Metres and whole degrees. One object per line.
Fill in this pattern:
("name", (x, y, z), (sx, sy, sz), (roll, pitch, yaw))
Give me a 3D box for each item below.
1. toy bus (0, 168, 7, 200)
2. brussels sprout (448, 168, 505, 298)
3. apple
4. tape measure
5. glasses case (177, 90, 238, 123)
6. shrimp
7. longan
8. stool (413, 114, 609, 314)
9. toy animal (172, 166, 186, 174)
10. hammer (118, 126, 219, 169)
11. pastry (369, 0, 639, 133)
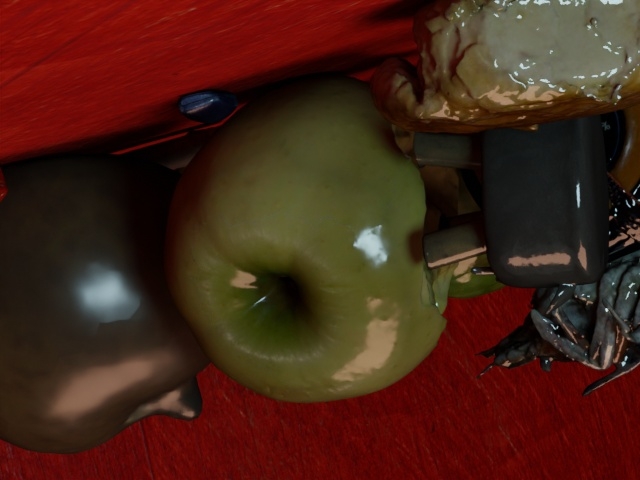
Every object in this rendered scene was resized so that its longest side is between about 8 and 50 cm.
("toy bus", (-0.248, -0.041, 1.157), (0.089, 0.081, 0.195), (-24, 178, 2))
("brussels sprout", (0.129, -0.062, 1.819), (0.244, 0.244, 0.244), (-14, 180, 0))
("apple", (0.000, 0.000, 1.554), (0.279, 0.279, 0.279), (-14, 180, 0))
("tape measure", (0.221, -0.082, 1.570), (0.202, 0.222, 0.135), (-25, 169, 22))
("glasses case", (-0.088, -0.105, 1.480), (0.034, 0.023, 0.083), (-12, -179, 10))
("shrimp", (0.303, 0.028, 1.676), (0.411, 0.166, 0.221), (-17, -137, 20))
("longan", (-0.212, 0.054, 1.691), (0.300, 0.300, 0.243), (-14, -154, -4))
("stool", (0.154, -0.059, 1.446), (0.139, 0.228, 0.153), (-3, 142, 14))
("toy animal", (-0.160, -0.038, 1.961), (0.136, 0.073, 0.181), (-50, 180, 2))
("hammer", (-0.285, -0.045, 1.836), (0.427, 0.044, 0.152), (-16, 178, 14))
("pastry", (0.146, -0.128, 1.254), (0.229, 0.100, 0.218), (-9, 178, 23))
